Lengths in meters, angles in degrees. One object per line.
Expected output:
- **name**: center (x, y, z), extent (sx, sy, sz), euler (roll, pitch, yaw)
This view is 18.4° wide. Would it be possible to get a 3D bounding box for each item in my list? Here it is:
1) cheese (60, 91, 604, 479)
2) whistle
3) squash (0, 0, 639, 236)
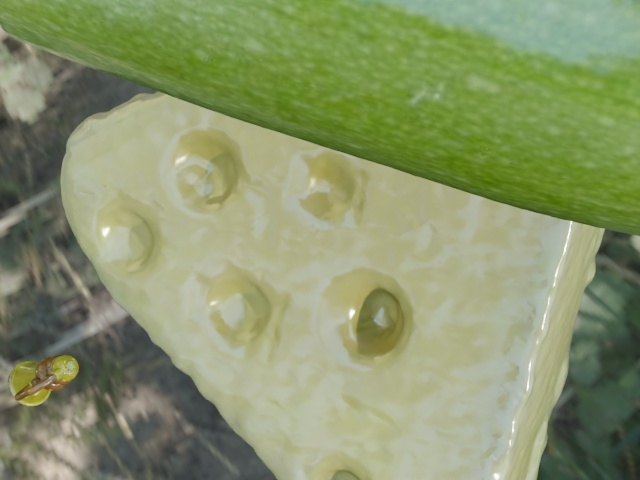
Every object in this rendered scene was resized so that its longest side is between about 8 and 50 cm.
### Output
- **cheese**: center (0.000, 0.001, 1.288), extent (0.384, 0.104, 0.384), euler (5, 103, 20)
- **whistle**: center (-0.275, 0.133, 1.927), extent (0.057, 0.109, 0.046), euler (-3, 79, -26)
- **squash**: center (0.066, -0.157, 0.906), extent (0.384, 0.263, 0.263), euler (19, 107, 5)
